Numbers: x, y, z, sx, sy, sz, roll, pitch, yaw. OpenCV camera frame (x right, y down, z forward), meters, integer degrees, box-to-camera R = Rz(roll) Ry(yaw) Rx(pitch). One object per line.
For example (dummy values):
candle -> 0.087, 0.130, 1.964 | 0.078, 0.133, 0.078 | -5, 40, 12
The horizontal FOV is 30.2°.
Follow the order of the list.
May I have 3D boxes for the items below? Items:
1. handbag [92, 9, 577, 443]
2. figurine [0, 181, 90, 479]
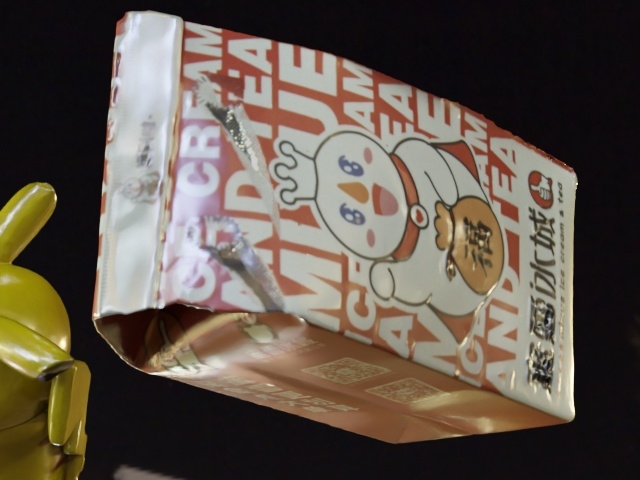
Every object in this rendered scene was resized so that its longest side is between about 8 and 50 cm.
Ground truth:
handbag -> 0.000, 0.000, 0.643 | 0.298, 0.171, 0.151 | 23, -28, -38
figurine -> -0.297, 0.140, 1.102 | 0.169, 0.218, 0.327 | -7, -52, -17
